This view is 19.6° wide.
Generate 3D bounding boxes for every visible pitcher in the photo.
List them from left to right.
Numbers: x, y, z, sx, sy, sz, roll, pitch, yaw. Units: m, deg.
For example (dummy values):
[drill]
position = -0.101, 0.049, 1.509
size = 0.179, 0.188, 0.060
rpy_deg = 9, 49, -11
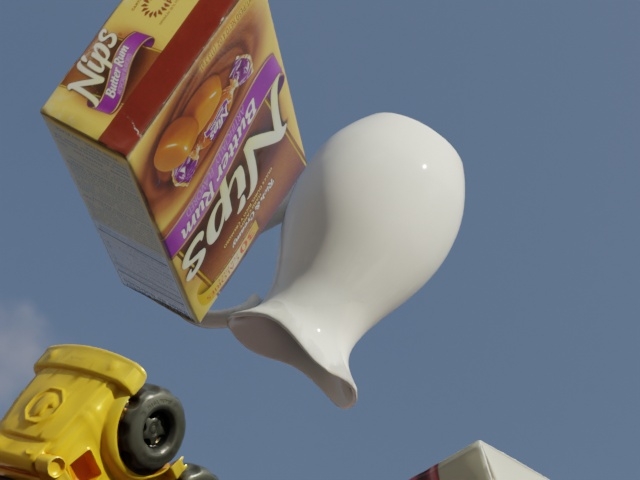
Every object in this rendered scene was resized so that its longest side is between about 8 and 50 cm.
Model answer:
[pitcher]
position = 0.000, 0.000, 1.387
size = 0.177, 0.207, 0.125
rpy_deg = 23, -22, 21

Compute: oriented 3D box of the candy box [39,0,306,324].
[candy box]
position = -0.063, -0.047, 0.882
size = 0.053, 0.109, 0.187
rpy_deg = 28, -18, 16

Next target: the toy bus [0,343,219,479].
[toy bus]
position = -0.217, 0.238, 1.679
size = 0.149, 0.211, 0.220
rpy_deg = 5, -48, 39

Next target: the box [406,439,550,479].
[box]
position = 0.071, 0.264, 1.323
size = 0.232, 0.127, 0.148
rpy_deg = -32, -36, 19
